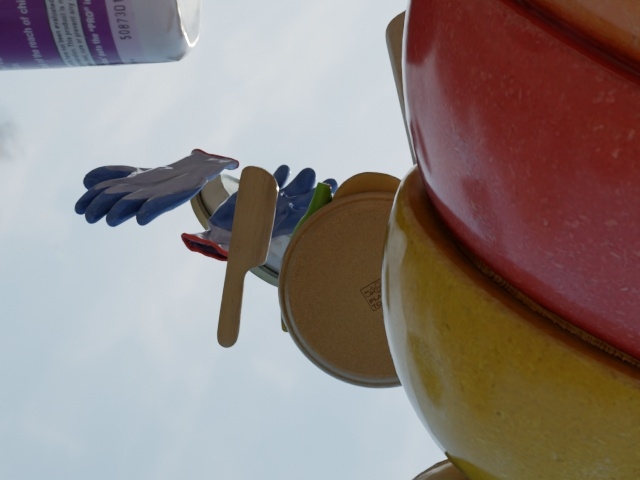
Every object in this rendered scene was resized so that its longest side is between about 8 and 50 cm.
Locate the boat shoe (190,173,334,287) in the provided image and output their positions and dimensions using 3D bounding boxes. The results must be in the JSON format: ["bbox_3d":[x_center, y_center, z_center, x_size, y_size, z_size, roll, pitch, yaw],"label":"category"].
[{"bbox_3d":[0.000,0.000,1.814,0.103,0.302,0.113,-44,-141,21],"label":"boat shoe"}]

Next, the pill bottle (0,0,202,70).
[{"bbox_3d":[-0.230,-0.186,1.060,0.301,0.169,0.169,-3,-146,3],"label":"pill bottle"}]

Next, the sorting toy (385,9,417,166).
[{"bbox_3d":[0.141,-0.116,1.210,0.208,0.038,0.193,-31,-125,33],"label":"sorting toy"}]

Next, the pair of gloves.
[{"bbox_3d":[-0.090,-0.035,1.352,0.198,0.023,0.159,17,-151,30],"label":"pair of gloves"}]

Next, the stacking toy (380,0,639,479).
[{"bbox_3d":[0.139,-0.002,0.684,0.350,0.480,0.350,18,-155,-8],"label":"stacking toy"}]

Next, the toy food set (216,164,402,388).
[{"bbox_3d":[0.037,0.025,1.068,0.192,0.132,0.038,13,-169,4],"label":"toy food set"}]
